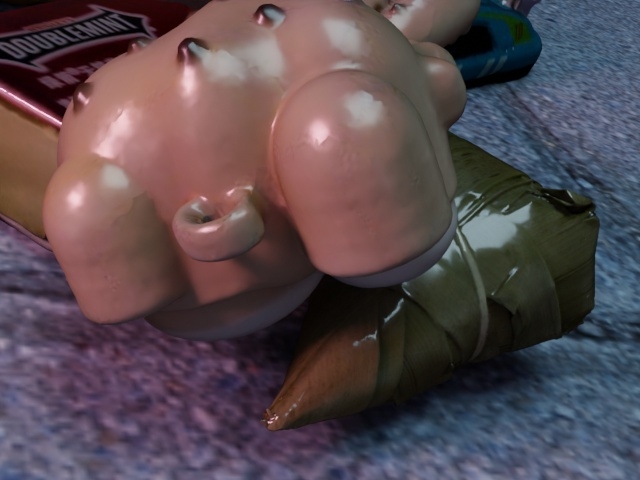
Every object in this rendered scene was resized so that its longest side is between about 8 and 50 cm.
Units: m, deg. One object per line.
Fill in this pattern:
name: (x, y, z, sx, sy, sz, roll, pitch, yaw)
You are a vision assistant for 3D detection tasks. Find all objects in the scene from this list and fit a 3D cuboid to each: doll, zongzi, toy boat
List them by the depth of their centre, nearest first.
doll: (0.002, -0.065, 0.458, 0.154, 0.119, 0.278, -5, 30, 29)
zongzi: (0.000, 0.000, 0.503, 0.178, 0.081, 0.189, -22, 39, -31)
toy boat: (0.050, -0.168, 0.796, 0.134, 0.092, 0.299, 39, 33, 26)

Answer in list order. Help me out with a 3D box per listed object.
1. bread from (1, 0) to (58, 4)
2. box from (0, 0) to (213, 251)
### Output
bread: (-0.146, -0.241, 0.702, 0.139, 0.229, 0.143, 47, 1, -37)
box: (-0.089, -0.074, 0.567, 0.120, 0.069, 0.224, 31, 32, 19)
